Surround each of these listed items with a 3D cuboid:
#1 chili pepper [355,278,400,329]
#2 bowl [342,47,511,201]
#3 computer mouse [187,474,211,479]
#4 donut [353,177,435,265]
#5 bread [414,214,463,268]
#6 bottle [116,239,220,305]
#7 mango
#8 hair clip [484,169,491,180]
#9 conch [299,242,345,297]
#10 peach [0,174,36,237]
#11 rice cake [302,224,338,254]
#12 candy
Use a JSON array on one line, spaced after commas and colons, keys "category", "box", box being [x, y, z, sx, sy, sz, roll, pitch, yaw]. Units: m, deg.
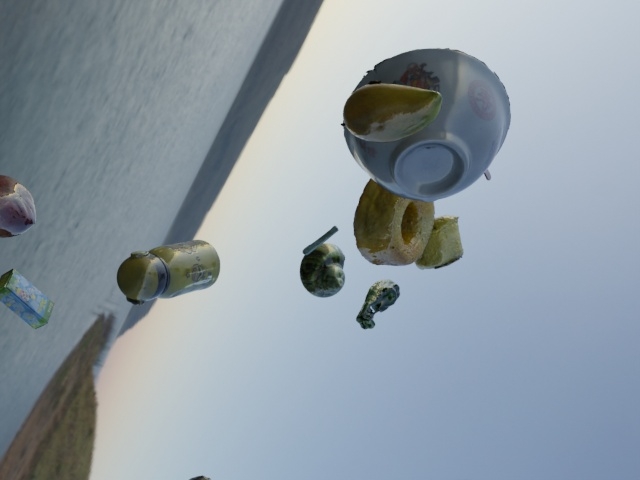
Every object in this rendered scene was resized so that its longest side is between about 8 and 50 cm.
[{"category": "chili pepper", "box": [0.188, 0.197, 1.774, 0.084, 0.099, 0.253, -5, -160, 33]}, {"category": "bowl", "box": [0.212, -0.186, 1.077, 0.345, 0.346, 0.157, -51, -158, 40]}, {"category": "computer mouse", "box": [-0.299, 0.615, 1.171, 0.217, 0.122, 0.073, -51, 160, -21]}, {"category": "donut", "box": [0.209, -0.053, 1.445, 0.109, 0.277, 0.277, 15, -104, 37]}, {"category": "bread", "box": [0.391, 0.006, 1.831, 0.197, 0.197, 0.170, -29, -102, 66]}, {"category": "bottle", "box": [-0.473, 0.096, 1.683, 0.171, 0.172, 0.351, -59, 164, 17]}, {"category": "mango", "box": [0.109, -0.206, 0.879, 0.188, 0.101, 0.066, 1, -136, 35]}, {"category": "hair clip", "box": [0.537, -0.261, 1.856, 0.022, 0.137, 0.054, -47, 172, 35]}, {"category": "conch", "box": [0.016, 0.098, 1.823, 0.187, 0.181, 0.124, -48, 164, -8]}, {"category": "peach", "box": [-0.753, -0.077, 1.295, 0.152, 0.152, 0.152, -56, -164, 25]}, {"category": "rice cake", "box": [0.000, 0.000, 1.495, 0.121, 0.021, 0.022, -38, 170, 9]}, {"category": "candy", "box": [-0.981, 0.195, 1.800, 0.062, 0.194, 0.097, -26, -144, 8]}]
